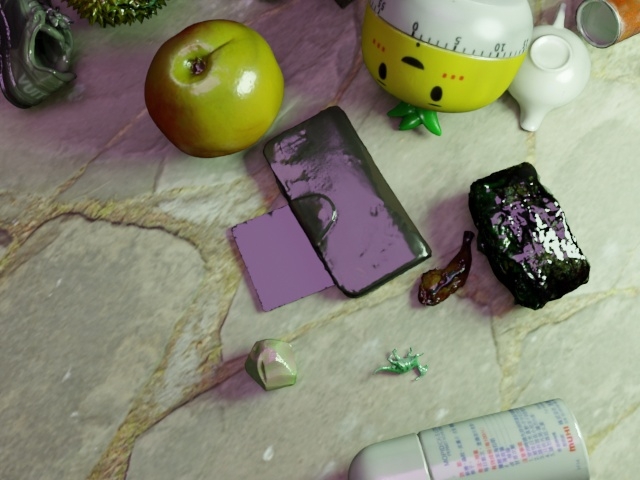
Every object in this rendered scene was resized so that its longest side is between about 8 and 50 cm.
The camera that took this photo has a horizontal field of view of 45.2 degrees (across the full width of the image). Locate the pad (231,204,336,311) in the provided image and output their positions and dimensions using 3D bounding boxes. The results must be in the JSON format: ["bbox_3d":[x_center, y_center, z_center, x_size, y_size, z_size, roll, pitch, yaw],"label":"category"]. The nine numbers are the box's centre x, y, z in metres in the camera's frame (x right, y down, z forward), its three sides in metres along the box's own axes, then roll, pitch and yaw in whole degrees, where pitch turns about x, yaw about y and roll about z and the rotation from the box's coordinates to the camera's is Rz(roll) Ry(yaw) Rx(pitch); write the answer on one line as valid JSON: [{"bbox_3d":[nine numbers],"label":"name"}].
[{"bbox_3d":[0.000,0.000,1.284,0.265,0.009,0.159,-22,77,-2],"label":"pad"}]

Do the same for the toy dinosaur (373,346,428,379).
[{"bbox_3d":[0.131,0.204,1.224,0.083,0.021,0.062,-42,91,-6],"label":"toy dinosaur"}]

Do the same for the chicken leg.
[{"bbox_3d":[0.211,0.049,1.246,0.145,0.037,0.062,-44,63,-5],"label":"chicken leg"}]

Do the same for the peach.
[{"bbox_3d":[-0.169,-0.243,1.243,0.231,0.231,0.230,-1,78,4],"label":"peach"}]

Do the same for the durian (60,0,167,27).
[{"bbox_3d":[-0.346,-0.485,1.292,0.291,0.291,0.224,-43,85,-5],"label":"durian"}]

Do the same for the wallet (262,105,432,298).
[{"bbox_3d":[0.038,-0.066,1.272,0.165,0.042,0.309,-28,78,-5],"label":"wallet"}]

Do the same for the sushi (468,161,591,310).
[{"bbox_3d":[0.316,-0.006,1.199,0.127,0.124,0.224,-24,80,-3],"label":"sushi"}]

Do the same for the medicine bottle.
[{"bbox_3d":[0.208,0.334,1.134,0.341,0.130,0.130,-14,78,1],"label":"medicine bottle"}]

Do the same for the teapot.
[{"bbox_3d":[0.378,-0.299,1.277,0.145,0.092,0.226,19,77,7],"label":"teapot"}]

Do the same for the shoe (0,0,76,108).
[{"bbox_3d":[-0.485,-0.383,1.330,0.149,0.109,0.292,-9,85,26],"label":"shoe"}]

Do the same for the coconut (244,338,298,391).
[{"bbox_3d":[-0.079,0.195,1.213,0.081,0.083,0.082,-7,56,-4],"label":"coconut"}]

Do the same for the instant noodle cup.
[{"bbox_3d":[0.492,-0.380,1.247,0.136,0.127,0.127,-33,77,-20],"label":"instant noodle cup"}]

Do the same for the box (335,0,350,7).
[{"bbox_3d":[0.031,-0.568,1.318,0.188,0.153,0.252,-38,77,3],"label":"box"}]

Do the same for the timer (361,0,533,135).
[{"bbox_3d":[0.184,-0.288,1.233,0.286,0.285,0.284,-1,78,4],"label":"timer"}]
